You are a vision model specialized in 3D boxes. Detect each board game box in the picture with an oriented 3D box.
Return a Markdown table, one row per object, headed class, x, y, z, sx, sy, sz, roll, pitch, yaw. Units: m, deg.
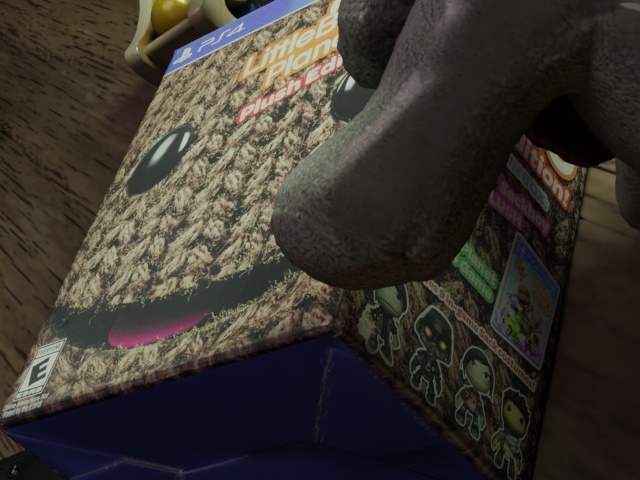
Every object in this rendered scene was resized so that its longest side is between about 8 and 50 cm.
| class | x | y | z | sx | sy | sz | roll | pitch | yaw |
| --- | --- | --- | --- | --- | --- | --- | --- | --- | --- |
| board game box | 0.000 | 0.000 | 0.757 | 0.232 | 0.141 | 0.291 | -20 | 38 | 37 |

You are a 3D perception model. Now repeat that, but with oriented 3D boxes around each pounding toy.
| class | x | y | z | sx | sy | sz | roll | pitch | yaw |
| --- | --- | --- | --- | --- | --- | --- | --- | --- | --- |
| pounding toy | -0.073 | -0.241 | 1.149 | 0.154 | 0.154 | 0.270 | -30 | 32 | 25 |

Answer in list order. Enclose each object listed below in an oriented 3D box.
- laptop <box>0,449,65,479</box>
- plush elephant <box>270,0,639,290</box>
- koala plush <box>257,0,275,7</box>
| class | x | y | z | sx | sy | sz | roll | pitch | yaw |
| --- | --- | --- | --- | --- | --- | --- | --- | --- | --- |
| laptop | -0.302 | 0.209 | 0.877 | 0.264 | 0.136 | 0.234 | -25 | 35 | 32 |
| plush elephant | 0.157 | -0.097 | 0.604 | 0.271 | 0.255 | 0.330 | 12 | 93 | 13 |
| koala plush | -0.039 | -0.228 | 0.959 | 0.196 | 0.221 | 0.203 | -60 | 3 | -28 |
